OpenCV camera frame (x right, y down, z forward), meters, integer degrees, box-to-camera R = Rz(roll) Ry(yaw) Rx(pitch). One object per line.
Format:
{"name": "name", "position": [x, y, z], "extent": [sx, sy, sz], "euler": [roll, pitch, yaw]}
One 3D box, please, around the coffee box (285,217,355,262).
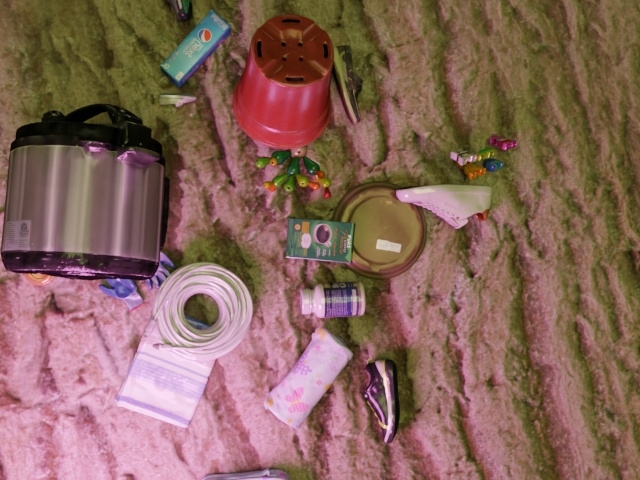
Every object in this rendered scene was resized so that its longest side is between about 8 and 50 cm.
{"name": "coffee box", "position": [0.000, 0.000, 1.862], "extent": [0.184, 0.040, 0.113], "euler": [3, 89, 10]}

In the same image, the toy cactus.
{"name": "toy cactus", "position": [-0.066, -0.206, 1.865], "extent": [0.218, 0.112, 0.181], "euler": [13, 68, -5]}

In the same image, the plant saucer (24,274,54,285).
{"name": "plant saucer", "position": [-0.736, 0.077, 1.798], "extent": [0.083, 0.013, 0.084], "euler": [0, 89, -8]}

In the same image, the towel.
{"name": "towel", "position": [-0.398, 0.338, 1.828], "extent": [0.209, 0.034, 0.285], "euler": [23, 86, -7]}

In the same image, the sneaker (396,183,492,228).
{"name": "sneaker", "position": [0.346, -0.094, 1.890], "extent": [0.290, 0.106, 0.123], "euler": [1, 93, -18]}

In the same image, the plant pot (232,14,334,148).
{"name": "plant pot", "position": [-0.084, -0.412, 1.739], "extent": [0.272, 0.265, 0.273], "euler": [2, 72, -8]}

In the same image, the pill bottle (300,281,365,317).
{"name": "pill bottle", "position": [0.031, 0.161, 1.859], "extent": [0.169, 0.094, 0.094], "euler": [-2, 89, -8]}

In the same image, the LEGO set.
{"name": "LEGO set", "position": [0.435, -0.233, 1.926], "extent": [0.227, 0.093, 0.087], "euler": [-20, 129, -33]}

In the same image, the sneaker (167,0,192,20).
{"name": "sneaker", "position": [-0.413, -0.687, 1.840], "extent": [0.098, 0.083, 0.224], "euler": [-15, 86, 13]}

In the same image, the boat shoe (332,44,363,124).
{"name": "boat shoe", "position": [0.082, -0.434, 1.887], "extent": [0.073, 0.080, 0.224], "euler": [-17, 87, -3]}

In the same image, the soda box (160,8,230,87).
{"name": "soda box", "position": [-0.333, -0.512, 1.837], "extent": [0.067, 0.071, 0.210], "euler": [42, 84, -6]}

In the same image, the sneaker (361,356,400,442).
{"name": "sneaker", "position": [0.164, 0.437, 1.892], "extent": [0.097, 0.084, 0.235], "euler": [-3, 88, 16]}

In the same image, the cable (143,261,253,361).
{"name": "cable", "position": [-0.310, 0.187, 1.797], "extent": [0.257, 0.089, 0.257], "euler": [19, 74, -12]}

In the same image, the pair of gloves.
{"name": "pair of gloves", "position": [-0.489, 0.092, 1.828], "extent": [0.198, 0.023, 0.159], "euler": [-34, 91, -8]}

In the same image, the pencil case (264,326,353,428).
{"name": "pencil case", "position": [-0.031, 0.366, 1.837], "extent": [0.124, 0.113, 0.273], "euler": [36, 84, 5]}

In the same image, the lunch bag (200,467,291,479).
{"name": "lunch bag", "position": [-0.194, 0.720, 1.809], "extent": [0.279, 0.108, 0.224], "euler": [-2, 84, -9]}

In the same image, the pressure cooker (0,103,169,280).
{"name": "pressure cooker", "position": [-0.555, -0.118, 1.643], "extent": [0.369, 0.375, 0.421], "euler": [2, 83, -5]}

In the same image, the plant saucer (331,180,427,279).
{"name": "plant saucer", "position": [0.167, -0.029, 1.910], "extent": [0.277, 0.041, 0.278], "euler": [0, 89, -9]}

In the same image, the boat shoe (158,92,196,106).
{"name": "boat shoe", "position": [-0.385, -0.377, 1.849], "extent": [0.100, 0.035, 0.035], "euler": [-2, 116, -11]}
